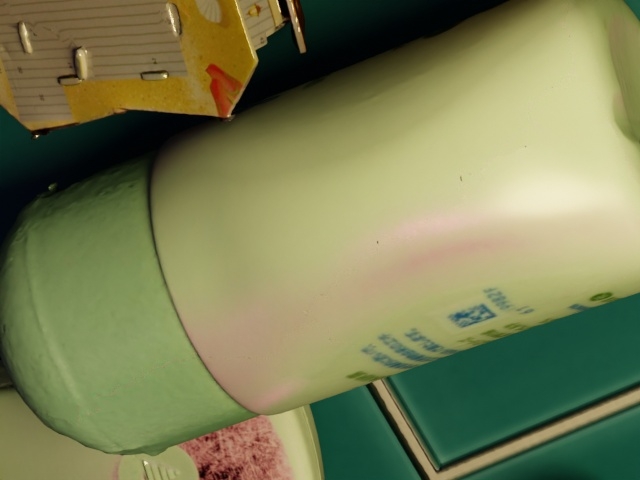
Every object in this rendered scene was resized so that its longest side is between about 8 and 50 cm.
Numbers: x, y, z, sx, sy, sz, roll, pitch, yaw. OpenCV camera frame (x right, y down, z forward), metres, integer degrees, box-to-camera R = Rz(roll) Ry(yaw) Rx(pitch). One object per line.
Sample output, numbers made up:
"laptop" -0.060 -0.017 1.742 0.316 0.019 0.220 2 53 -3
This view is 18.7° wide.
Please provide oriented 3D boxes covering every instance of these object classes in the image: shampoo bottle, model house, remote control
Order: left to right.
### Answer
"remote control" -0.170 0.137 1.111 0.344 0.050 0.145 -9 111 11
"model house" -0.091 -0.176 0.942 0.207 0.136 0.219 -1 113 39
"shampoo bottle" 0.000 0.000 0.944 0.349 0.222 0.151 -21 90 20
